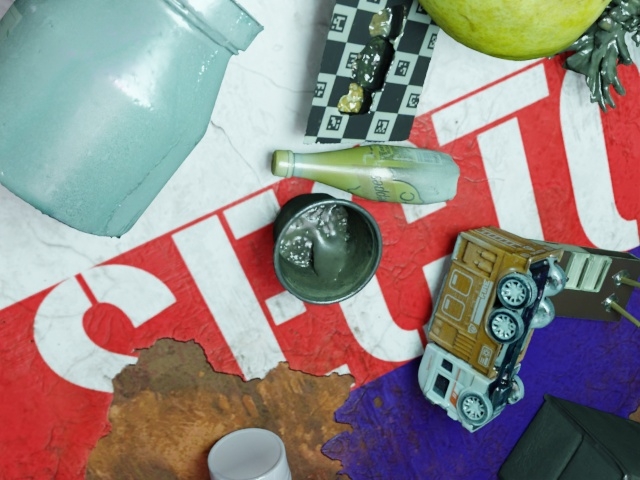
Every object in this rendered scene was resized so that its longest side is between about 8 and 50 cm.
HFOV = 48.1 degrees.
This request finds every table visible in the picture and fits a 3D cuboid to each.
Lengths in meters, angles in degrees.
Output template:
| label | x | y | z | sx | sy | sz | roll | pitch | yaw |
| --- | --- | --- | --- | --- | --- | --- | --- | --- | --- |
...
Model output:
| label | x | y | z | sx | sy | sz | roll | pitch | yaw |
| --- | --- | --- | --- | --- | --- | --- | --- | --- | --- |
| table | 0.441 | 0.082 | 1.203 | 0.240 | 0.111 | 0.122 | 7 | 110 | -21 |

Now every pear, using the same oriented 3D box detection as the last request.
| label | x | y | z | sx | sy | sz | roll | pitch | yaw |
| --- | --- | --- | --- | --- | --- | --- | --- | --- | --- |
| pear | 0.230 | -0.366 | 0.839 | 0.303 | 0.304 | 0.304 | -7 | 115 | -15 |

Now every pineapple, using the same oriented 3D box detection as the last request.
| label | x | y | z | sx | sy | sz | roll | pitch | yaw |
| --- | --- | --- | --- | --- | --- | --- | --- | --- | --- |
| pineapple | 0.427 | -0.352 | 0.996 | 0.169 | 0.169 | 0.341 | 3 | 118 | -20 |

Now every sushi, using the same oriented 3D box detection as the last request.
| label | x | y | z | sx | sy | sz | roll | pitch | yaw |
| --- | --- | --- | --- | --- | --- | --- | --- | --- | --- |
| sushi | 0.063 | -0.240 | 0.970 | 0.192 | 0.050 | 0.215 | -8 | 126 | -36 |

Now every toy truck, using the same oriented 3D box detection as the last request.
| label | x | y | z | sx | sy | sz | roll | pitch | yaw |
| --- | --- | --- | --- | --- | --- | --- | --- | --- | --- |
| toy truck | 0.256 | 0.134 | 1.134 | 0.136 | 0.162 | 0.305 | -10 | 121 | -49 |

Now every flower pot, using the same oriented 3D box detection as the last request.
| label | x | y | z | sx | sy | sz | roll | pitch | yaw |
| --- | --- | --- | --- | --- | --- | --- | --- | --- | --- |
| flower pot | 0.000 | 0.000 | 1.024 | 0.157 | 0.107 | 0.158 | -5 | 113 | -13 |

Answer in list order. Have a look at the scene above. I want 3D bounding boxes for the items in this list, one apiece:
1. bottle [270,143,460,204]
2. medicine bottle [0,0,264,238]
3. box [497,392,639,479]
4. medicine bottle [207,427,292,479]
| label | x | y | z | sx | sy | sz | roll | pitch | yaw |
| --- | --- | --- | --- | --- | --- | --- | --- | --- | --- |
| bottle | 0.062 | -0.097 | 1.016 | 0.269 | 0.083 | 0.083 | 3 | 112 | -16 |
| medicine bottle | -0.224 | -0.185 | 0.788 | 0.245 | 0.245 | 0.290 | 38 | 98 | -28 |
| box | 0.553 | 0.467 | 1.333 | 0.345 | 0.251 | 0.205 | 21 | 105 | -24 |
| medicine bottle | -0.104 | 0.442 | 1.169 | 0.133 | 0.133 | 0.250 | -12 | 115 | -13 |
